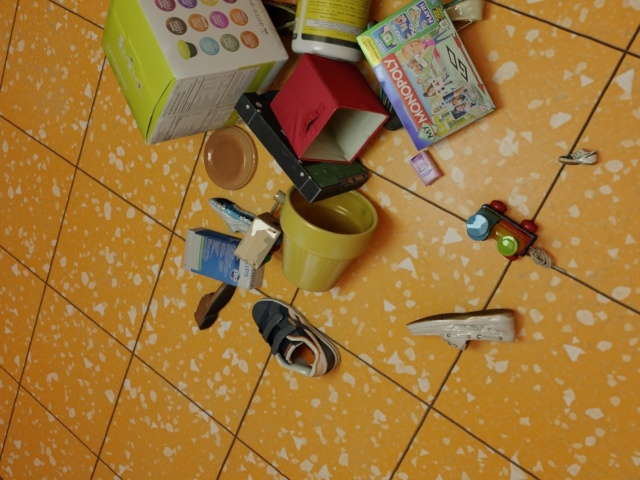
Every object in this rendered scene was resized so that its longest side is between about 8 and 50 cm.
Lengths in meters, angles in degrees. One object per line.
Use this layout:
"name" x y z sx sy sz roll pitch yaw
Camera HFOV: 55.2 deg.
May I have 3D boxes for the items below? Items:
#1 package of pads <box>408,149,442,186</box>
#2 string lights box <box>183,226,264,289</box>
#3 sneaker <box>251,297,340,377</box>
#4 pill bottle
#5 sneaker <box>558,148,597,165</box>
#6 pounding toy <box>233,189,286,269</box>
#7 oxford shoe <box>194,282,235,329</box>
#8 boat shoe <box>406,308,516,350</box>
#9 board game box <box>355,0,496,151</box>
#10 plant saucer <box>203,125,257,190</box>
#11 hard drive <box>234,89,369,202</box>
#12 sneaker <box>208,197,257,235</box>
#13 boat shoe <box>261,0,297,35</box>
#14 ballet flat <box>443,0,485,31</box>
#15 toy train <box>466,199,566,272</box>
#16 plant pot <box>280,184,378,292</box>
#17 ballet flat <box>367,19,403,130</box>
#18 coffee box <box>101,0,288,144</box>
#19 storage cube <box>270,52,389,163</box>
"package of pads" 0.271 -0.186 1.579 0.050 0.032 0.083 -36 79 25
"string lights box" -0.301 0.054 1.906 0.259 0.077 0.133 15 104 26
"sneaker" -0.097 0.281 1.799 0.321 0.127 0.126 32 113 23
"pill bottle" 0.041 -0.634 1.554 0.188 0.188 0.334 17 105 26
"sneaker" 0.590 -0.193 1.405 0.083 0.032 0.037 5 86 24
"pounding toy" -0.134 -0.035 1.744 0.094 0.181 0.206 34 102 3
"oxford shoe" -0.347 0.191 1.957 0.212 0.076 0.076 -50 62 24
"boat shoe" 0.353 0.234 1.554 0.277 0.098 0.096 -8 92 29
"board game box" 0.255 -0.406 1.481 0.213 0.046 0.317 -28 100 19
"plant saucer" -0.284 -0.252 1.877 0.200 0.037 0.200 5 100 28
"hard drive" -0.045 -0.259 1.626 0.339 0.237 0.064 50 128 13
"sneaker" -0.276 -0.066 1.882 0.190 0.071 0.083 31 117 22
"boat shoe" -0.161 -0.628 1.715 0.307 0.104 0.111 8 102 29
"ballet flat" 0.281 -0.533 1.502 0.248 0.086 0.086 -8 93 29
"toy train" 0.459 0.008 1.437 0.248 0.143 0.105 37 113 20
"plant pot" 0.000 0.000 1.648 0.254 0.254 0.239 36 128 20
"ballet flat" 0.188 -0.424 1.565 0.096 0.095 0.280 -5 105 20
"coffee box" -0.350 -0.508 1.640 0.338 0.334 0.338 -37 77 56
"storage cube" 0.019 -0.330 1.549 0.184 0.215 0.193 -49 57 36
